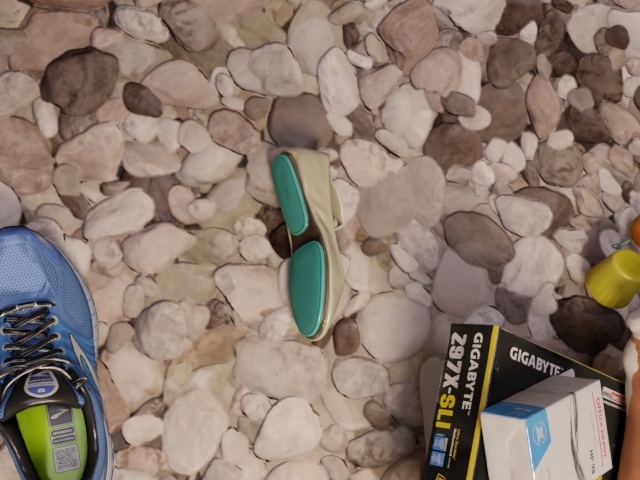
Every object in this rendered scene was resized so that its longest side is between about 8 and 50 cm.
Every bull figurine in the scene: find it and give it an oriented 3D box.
[{"bbox_3d":[0.445,0.222,0.993,0.188,0.101,0.311,12,85,4],"label":"bull figurine"}]

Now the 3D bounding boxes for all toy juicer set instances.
[{"bbox_3d":[0.543,0.089,1.132,0.329,0.089,0.209,35,53,10],"label":"toy juicer set"}]

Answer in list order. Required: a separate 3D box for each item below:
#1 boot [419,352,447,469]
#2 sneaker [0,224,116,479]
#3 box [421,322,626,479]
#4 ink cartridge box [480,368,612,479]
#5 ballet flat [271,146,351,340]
[{"bbox_3d":[0.198,0.268,1.012,0.123,0.095,0.258,1,84,-23],"label":"boot"},{"bbox_3d":[-0.292,0.137,0.880,0.129,0.147,0.330,-16,82,-17],"label":"sneaker"},{"bbox_3d":[0.258,0.264,0.970,0.322,0.079,0.257,25,73,-36],"label":"box"},{"bbox_3d":[0.256,0.210,0.882,0.180,0.060,0.104,-13,95,-41],"label":"ink cartridge box"},{"bbox_3d":[0.000,0.000,1.027,0.086,0.086,0.249,-6,79,-16],"label":"ballet flat"}]
